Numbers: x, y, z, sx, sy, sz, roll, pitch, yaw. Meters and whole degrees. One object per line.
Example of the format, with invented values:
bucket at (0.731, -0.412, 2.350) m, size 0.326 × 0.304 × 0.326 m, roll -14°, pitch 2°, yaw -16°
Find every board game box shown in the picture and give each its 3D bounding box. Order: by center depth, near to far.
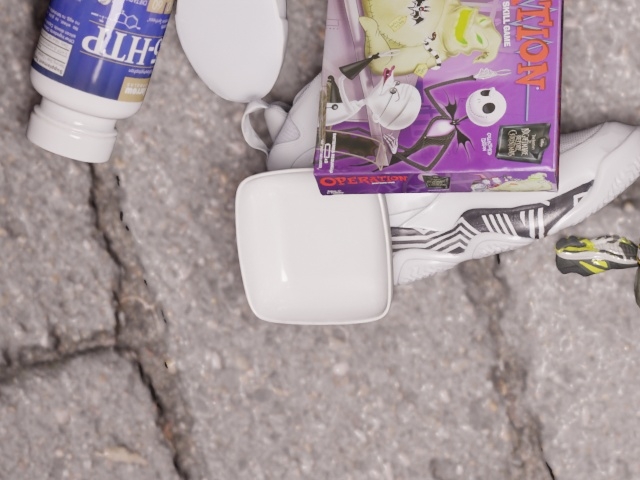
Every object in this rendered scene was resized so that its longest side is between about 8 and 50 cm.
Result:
board game box at (0.109, -0.203, 1.720) m, size 0.208 × 0.056 × 0.347 m, roll 1°, pitch 65°, yaw 8°

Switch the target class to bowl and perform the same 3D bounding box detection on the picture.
bowl at (0.000, 0.000, 1.749) m, size 0.142 × 0.053 × 0.142 m, roll -1°, pitch 105°, yaw 19°

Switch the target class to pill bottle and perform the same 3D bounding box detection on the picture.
pill bottle at (-0.211, -0.174, 1.852) m, size 0.112 × 0.112 × 0.187 m, roll 20°, pitch 104°, yaw 8°

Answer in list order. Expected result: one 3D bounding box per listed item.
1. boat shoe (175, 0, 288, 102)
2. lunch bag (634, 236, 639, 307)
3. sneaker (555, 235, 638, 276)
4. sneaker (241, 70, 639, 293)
boat shoe at (-0.080, -0.275, 1.812) m, size 0.108 × 0.102 × 0.301 m, roll 2°, pitch 123°, yaw 22°
lunch bag at (0.361, 0.042, 1.703) m, size 0.169 × 0.235 × 0.287 m, roll -25°, pitch 92°, yaw 6°
sneaker at (0.258, 0.016, 1.834) m, size 0.083 × 0.031 × 0.035 m, roll 6°, pitch 134°, yaw 1°
sneaker at (0.105, -0.086, 1.787) m, size 0.366 × 0.137 × 0.210 m, roll -20°, pitch 98°, yaw 18°
